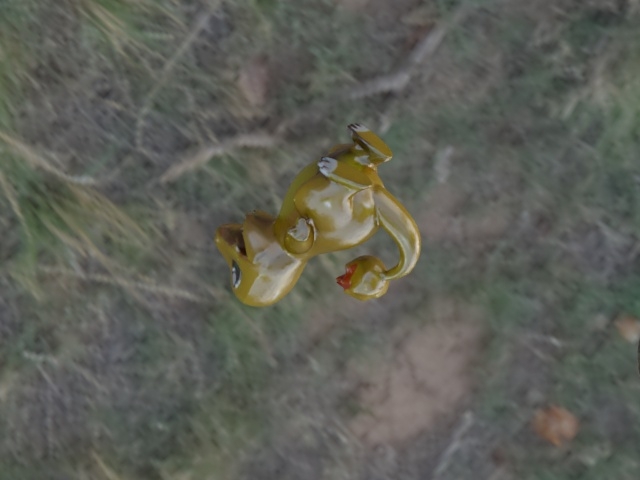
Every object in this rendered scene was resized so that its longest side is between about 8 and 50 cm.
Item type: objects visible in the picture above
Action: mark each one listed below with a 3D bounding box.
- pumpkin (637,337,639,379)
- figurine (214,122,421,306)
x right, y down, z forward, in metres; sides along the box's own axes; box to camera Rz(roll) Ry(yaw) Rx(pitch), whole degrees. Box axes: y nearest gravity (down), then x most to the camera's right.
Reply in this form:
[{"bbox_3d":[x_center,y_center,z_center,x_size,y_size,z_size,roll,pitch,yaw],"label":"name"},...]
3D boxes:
[{"bbox_3d":[0.354,0.053,1.261,0.260,0.260,0.189,-14,138,-24],"label":"pumpkin"},{"bbox_3d":[0.001,0.003,1.386,0.122,0.121,0.176,47,126,-10],"label":"figurine"}]
